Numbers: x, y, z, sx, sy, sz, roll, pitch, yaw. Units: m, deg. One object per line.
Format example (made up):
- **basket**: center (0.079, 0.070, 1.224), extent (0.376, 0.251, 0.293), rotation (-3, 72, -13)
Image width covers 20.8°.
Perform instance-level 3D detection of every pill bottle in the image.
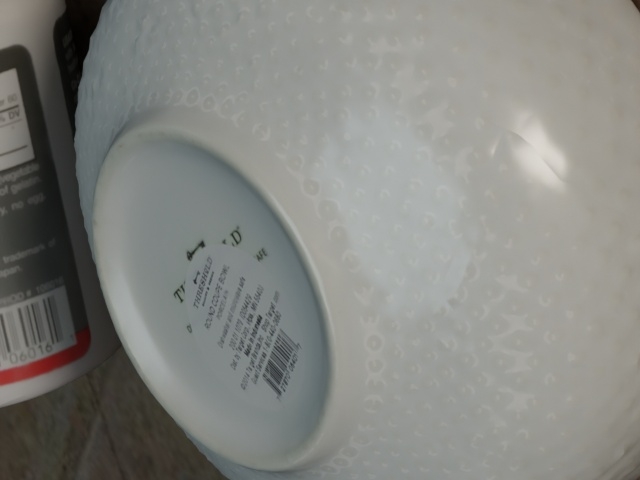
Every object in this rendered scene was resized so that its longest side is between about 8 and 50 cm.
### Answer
- **pill bottle**: center (-0.208, -0.062, 0.963), extent (0.161, 0.161, 0.283), rotation (12, 119, 45)

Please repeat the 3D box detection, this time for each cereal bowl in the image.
- **cereal bowl**: center (0.000, 0.000, 0.778), extent (0.339, 0.141, 0.339), rotation (25, 127, 39)
